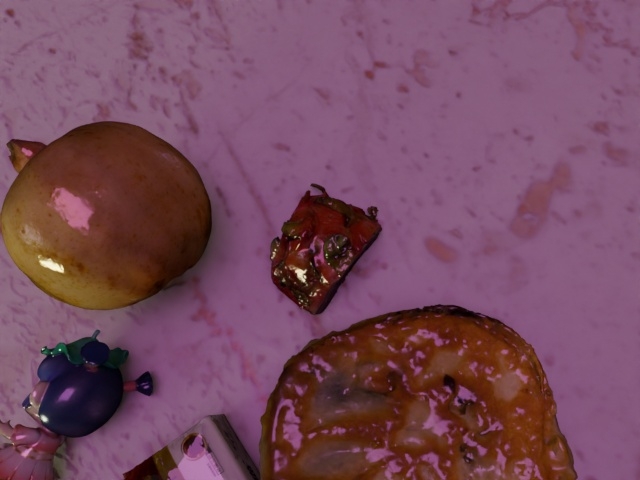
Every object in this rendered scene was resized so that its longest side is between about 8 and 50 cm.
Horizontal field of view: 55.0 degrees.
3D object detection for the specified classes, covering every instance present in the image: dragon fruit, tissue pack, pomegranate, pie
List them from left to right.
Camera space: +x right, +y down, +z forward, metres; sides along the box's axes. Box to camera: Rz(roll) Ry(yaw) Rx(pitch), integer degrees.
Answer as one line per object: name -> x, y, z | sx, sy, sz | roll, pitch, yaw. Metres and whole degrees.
pomegranate -> -0.220, -0.026, 0.646 | 0.207, 0.207, 0.207 | -1, 75, 4
tissue pack -> -0.108, 0.266, 0.613 | 0.106, 0.099, 0.148 | -35, 75, -5
dragon fruit -> 0.000, 0.000, 0.677 | 0.102, 0.096, 0.147 | 24, 77, 14
pie -> 0.088, 0.203, 0.599 | 0.315, 0.092, 0.315 | 2, 66, -4

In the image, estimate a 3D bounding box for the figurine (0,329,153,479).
figurine -> -0.277, 0.188, 0.656 | 0.102, 0.111, 0.195 | 28, 82, 29
